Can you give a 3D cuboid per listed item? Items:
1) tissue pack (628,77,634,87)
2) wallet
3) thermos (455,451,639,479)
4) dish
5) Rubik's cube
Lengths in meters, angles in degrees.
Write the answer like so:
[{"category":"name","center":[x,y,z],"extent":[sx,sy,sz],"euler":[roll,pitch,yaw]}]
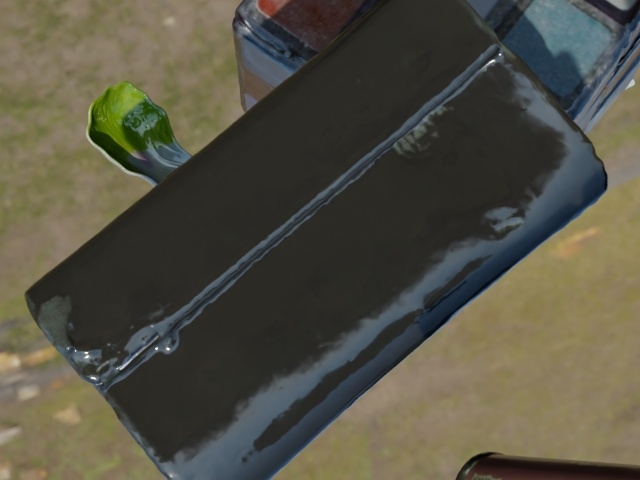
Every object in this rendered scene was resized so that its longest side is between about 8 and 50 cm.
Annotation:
[{"category":"tissue pack","center":[0.317,-0.313,2.211],"extent":[0.146,0.263,0.198],"euler":[13,152,-40]},{"category":"wallet","center":[0.000,0.000,1.193],"extent":[0.406,0.228,0.062],"euler":[-40,180,-7]},{"category":"thermos","center":[0.274,0.255,1.348],"extent":[0.330,0.136,0.109],"euler":[-3,-143,46]},{"category":"dish","center":[-0.189,-0.095,1.630],"extent":[0.039,0.137,0.091],"euler":[-25,-154,50]},{"category":"Rubik's cube","center":[0.141,-0.210,1.717],"extent":[0.363,0.362,0.359],"euler":[-54,174,-10]}]
